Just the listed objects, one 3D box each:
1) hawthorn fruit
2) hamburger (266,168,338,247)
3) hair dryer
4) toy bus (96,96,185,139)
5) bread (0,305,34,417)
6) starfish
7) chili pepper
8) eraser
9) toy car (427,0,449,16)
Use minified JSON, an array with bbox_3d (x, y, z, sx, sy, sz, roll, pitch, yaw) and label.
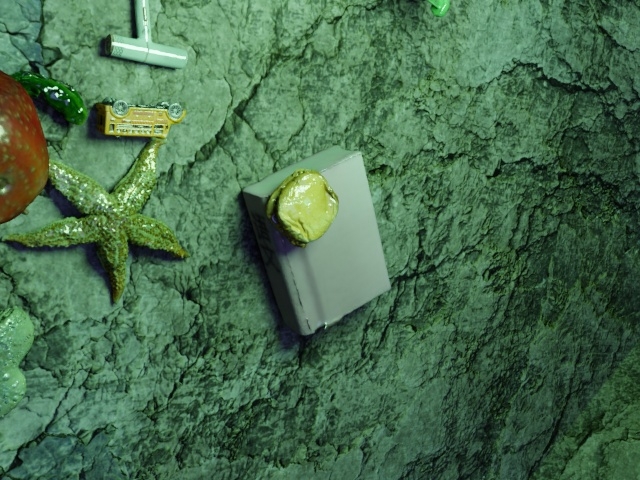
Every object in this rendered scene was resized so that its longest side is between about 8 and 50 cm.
[{"bbox_3d":[-0.569,-0.144,1.227,0.275,0.275,0.299,-44,131,-16],"label":"hawthorn fruit"},{"bbox_3d":[-0.034,-0.068,1.580,0.147,0.083,0.138,-49,118,-10],"label":"hamburger"},{"bbox_3d":[-0.321,-0.429,1.457,0.155,0.044,0.183,4,98,-37],"label":"hair dryer"},{"bbox_3d":[-0.344,-0.234,1.476,0.162,0.069,0.074,-2,105,-32],"label":"toy bus"},{"bbox_3d":[-0.623,0.232,1.424,0.172,0.064,0.232,11,95,-38],"label":"bread"},{"bbox_3d":[-0.421,-0.026,1.487,0.358,0.078,0.347,-25,119,-26],"label":"starfish"},{"bbox_3d":[-0.503,-0.260,1.374,0.182,0.050,0.073,11,105,-33],"label":"chili pepper"},{"bbox_3d":[0.000,0.000,1.748,0.272,0.122,0.359,-29,119,-27],"label":"eraser"},{"bbox_3d":[0.236,-0.683,1.678,0.213,0.176,0.358,24,88,-37],"label":"toy car"}]
